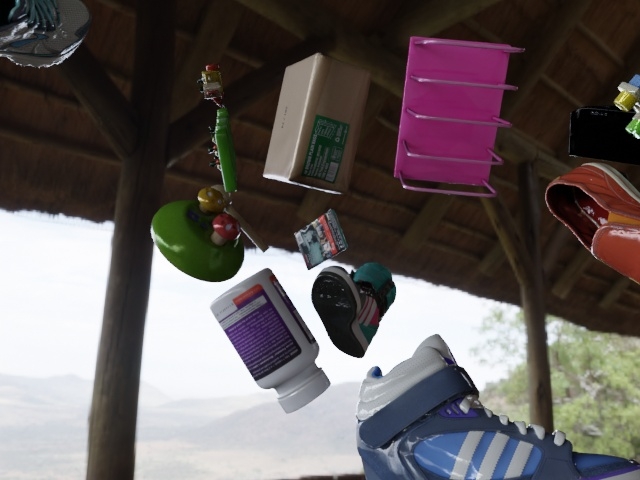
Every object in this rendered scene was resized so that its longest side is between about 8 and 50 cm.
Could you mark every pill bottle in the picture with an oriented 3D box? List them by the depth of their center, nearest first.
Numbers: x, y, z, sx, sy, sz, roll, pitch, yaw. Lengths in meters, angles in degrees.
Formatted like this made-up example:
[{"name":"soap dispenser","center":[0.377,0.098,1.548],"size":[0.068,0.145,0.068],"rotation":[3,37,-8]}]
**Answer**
[{"name":"pill bottle","center":[-0.068,0.146,0.904],"size":[0.108,0.194,0.108],"rotation":[-32,-3,-2]}]

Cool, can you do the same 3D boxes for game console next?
[{"name":"game console","center":[0.720,-0.154,1.533],"size":[0.044,0.362,0.213],"rotation":[-31,33,-35]}]

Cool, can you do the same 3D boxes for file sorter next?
[{"name":"file sorter","center":[0.267,-0.243,1.225],"size":[0.201,0.291,0.182],"rotation":[5,17,1]}]

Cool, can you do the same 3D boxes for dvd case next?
[{"name":"dvd case","center":[0.000,0.000,1.288],"size":[0.013,0.087,0.119],"rotation":[-4,-22,-48]}]

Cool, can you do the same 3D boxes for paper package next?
[{"name":"paper package","center":[-0.015,-0.304,1.651],"size":[0.168,0.325,0.309],"rotation":[12,4,-18]}]

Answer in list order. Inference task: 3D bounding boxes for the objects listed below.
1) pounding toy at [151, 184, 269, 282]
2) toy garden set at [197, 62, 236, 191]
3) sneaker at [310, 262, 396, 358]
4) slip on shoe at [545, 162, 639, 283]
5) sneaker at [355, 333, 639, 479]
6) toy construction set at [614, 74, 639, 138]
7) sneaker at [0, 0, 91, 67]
[{"name":"pounding toy","center":[-0.183,-0.035,1.132],"size":[0.110,0.183,0.237],"rotation":[-48,-6,30]},{"name":"toy garden set","center":[-0.203,-0.225,1.203],"size":[0.049,0.204,0.244],"rotation":[-9,23,-4]},{"name":"sneaker","center":[0.081,0.105,1.319],"size":[0.123,0.178,0.296],"rotation":[16,-33,24]},{"name":"slip on shoe","center":[0.428,0.005,0.854],"size":[0.101,0.331,0.123],"rotation":[-15,-49,-11]},{"name":"sneaker","center":[0.199,0.213,0.748],"size":[0.322,0.237,0.130],"rotation":[-13,-29,13]},{"name":"toy construction set","center":[0.624,-0.181,1.049],"size":[0.215,0.151,0.327],"rotation":[43,26,27]},{"name":"sneaker","center":[-0.436,-0.317,0.897],"size":[0.122,0.110,0.283],"rotation":[-19,10,39]}]
